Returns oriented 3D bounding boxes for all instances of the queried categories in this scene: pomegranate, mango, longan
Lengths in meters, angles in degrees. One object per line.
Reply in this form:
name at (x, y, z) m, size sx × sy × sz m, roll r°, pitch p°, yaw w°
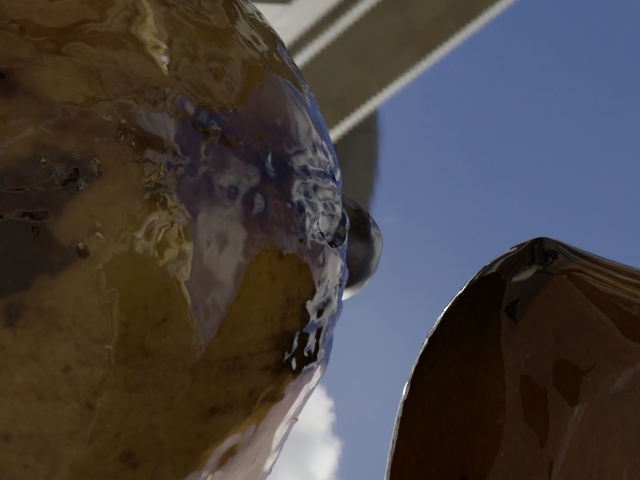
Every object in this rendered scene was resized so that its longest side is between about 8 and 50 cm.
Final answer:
pomegranate at (-0.128, 0.005, 0.798) m, size 0.322 × 0.322 × 0.322 m, roll 6°, pitch -83°, yaw 49°
mango at (0.110, 0.145, 0.718) m, size 0.201 × 0.152 × 0.287 m, roll 7°, pitch -89°, yaw 56°
longan at (0.000, 0.000, 1.407) m, size 0.113 × 0.113 × 0.092 m, roll -41°, pitch -156°, yaw 43°
